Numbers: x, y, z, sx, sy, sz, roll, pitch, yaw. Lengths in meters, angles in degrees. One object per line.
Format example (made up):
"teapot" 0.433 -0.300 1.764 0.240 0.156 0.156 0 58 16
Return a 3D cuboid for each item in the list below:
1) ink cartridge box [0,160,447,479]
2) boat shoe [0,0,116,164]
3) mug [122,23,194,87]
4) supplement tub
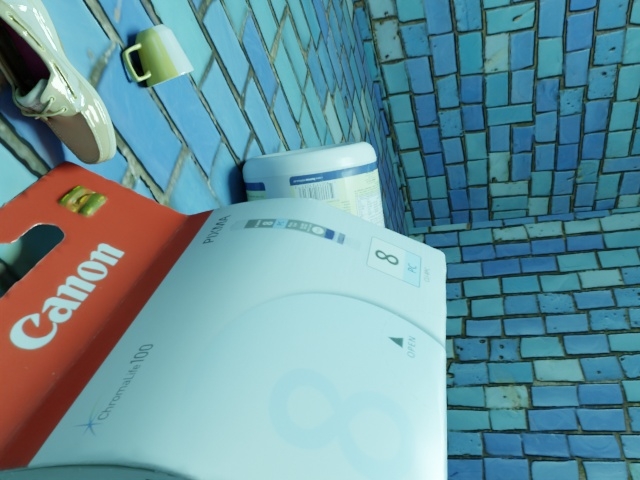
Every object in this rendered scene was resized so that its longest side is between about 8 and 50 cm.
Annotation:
"ink cartridge box" -0.093 0.047 0.422 0.308 0.385 0.091 -70 -175 -56
"boat shoe" -0.249 -0.137 0.498 0.170 0.063 0.059 65 26 -27
"mug" -0.201 -0.230 0.691 0.078 0.062 0.064 -75 147 -66
"supplement tub" 0.000 0.000 0.992 0.235 0.235 0.324 -43 126 -70
